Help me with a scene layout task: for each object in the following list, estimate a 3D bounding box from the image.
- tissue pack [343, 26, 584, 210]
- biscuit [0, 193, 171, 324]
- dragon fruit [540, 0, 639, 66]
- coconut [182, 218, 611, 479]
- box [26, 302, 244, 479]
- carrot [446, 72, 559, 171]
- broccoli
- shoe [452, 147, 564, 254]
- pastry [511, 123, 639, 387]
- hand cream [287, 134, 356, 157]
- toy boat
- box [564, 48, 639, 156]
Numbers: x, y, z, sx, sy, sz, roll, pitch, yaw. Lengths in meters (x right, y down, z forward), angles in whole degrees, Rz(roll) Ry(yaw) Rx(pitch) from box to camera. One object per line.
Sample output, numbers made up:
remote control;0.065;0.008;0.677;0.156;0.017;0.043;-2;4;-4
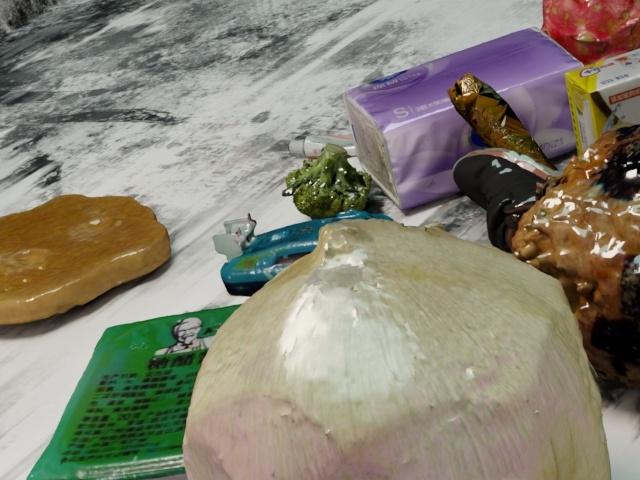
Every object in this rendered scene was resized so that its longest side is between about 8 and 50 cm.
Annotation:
tissue pack;0.228;-0.197;2.144;0.338;0.160;0.242;-21;26;-8
biscuit;-0.432;0.031;2.180;0.365;0.062;0.385;-26;27;-25
dragon fruit;0.469;-0.404;2.324;0.210;0.268;0.205;16;25;-2
coconut;0.065;0.155;1.286;0.405;0.404;0.404;-13;25;6
box;-0.161;0.205;1.618;0.264;0.106;0.336;-9;25;14
carrot;0.267;-0.138;1.969;0.069;0.228;0.069;-38;-8;-6
broccoli;0.013;-0.084;2.089;0.131;0.120;0.130;19;28;12
shoe;0.273;-0.033;1.856;0.137;0.114;0.291;-35;34;-24
pastry;0.381;0.014;1.472;0.337;0.292;0.405;-22;21;-11
hand cream;0.050;-0.161;2.330;0.216;0.038;0.052;0;53;19
toy boat;0.000;0.000;1.964;0.299;0.092;0.134;-8;23;17
box;0.493;-0.191;1.978;0.265;0.168;0.097;-17;28;-6
